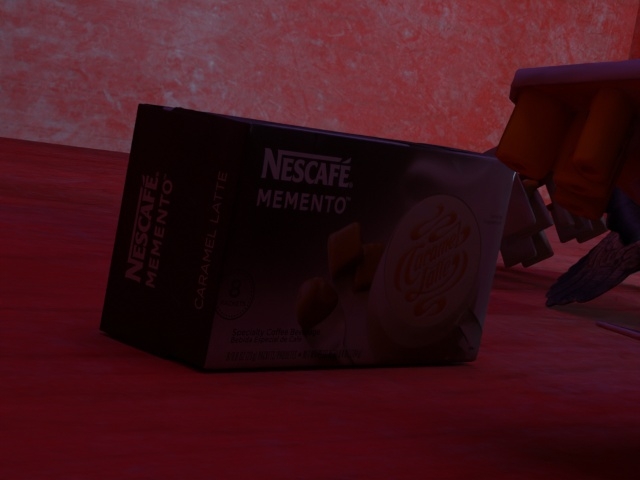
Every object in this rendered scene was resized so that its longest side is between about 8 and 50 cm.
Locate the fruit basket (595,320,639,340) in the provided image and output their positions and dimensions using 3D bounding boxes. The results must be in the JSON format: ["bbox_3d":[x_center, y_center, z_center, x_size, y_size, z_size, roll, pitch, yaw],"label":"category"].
[{"bbox_3d":[0.316,0.108,0.468,0.353,0.165,0.327,26,-5,-38],"label":"fruit basket"}]

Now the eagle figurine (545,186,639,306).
[{"bbox_3d":[0.371,-0.036,1.277,0.298,0.226,0.225,3,11,0],"label":"eagle figurine"}]

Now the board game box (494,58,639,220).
[{"bbox_3d":[0.332,0.034,0.628,0.390,0.050,0.390,34,-16,-33],"label":"board game box"}]

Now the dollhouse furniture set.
[{"bbox_3d":[0.249,-0.073,1.498,0.259,0.135,0.262,-26,-13,26],"label":"dollhouse furniture set"}]

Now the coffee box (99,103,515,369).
[{"bbox_3d":[0.000,0.000,0.840,0.098,0.141,0.246,15,7,43],"label":"coffee box"}]
